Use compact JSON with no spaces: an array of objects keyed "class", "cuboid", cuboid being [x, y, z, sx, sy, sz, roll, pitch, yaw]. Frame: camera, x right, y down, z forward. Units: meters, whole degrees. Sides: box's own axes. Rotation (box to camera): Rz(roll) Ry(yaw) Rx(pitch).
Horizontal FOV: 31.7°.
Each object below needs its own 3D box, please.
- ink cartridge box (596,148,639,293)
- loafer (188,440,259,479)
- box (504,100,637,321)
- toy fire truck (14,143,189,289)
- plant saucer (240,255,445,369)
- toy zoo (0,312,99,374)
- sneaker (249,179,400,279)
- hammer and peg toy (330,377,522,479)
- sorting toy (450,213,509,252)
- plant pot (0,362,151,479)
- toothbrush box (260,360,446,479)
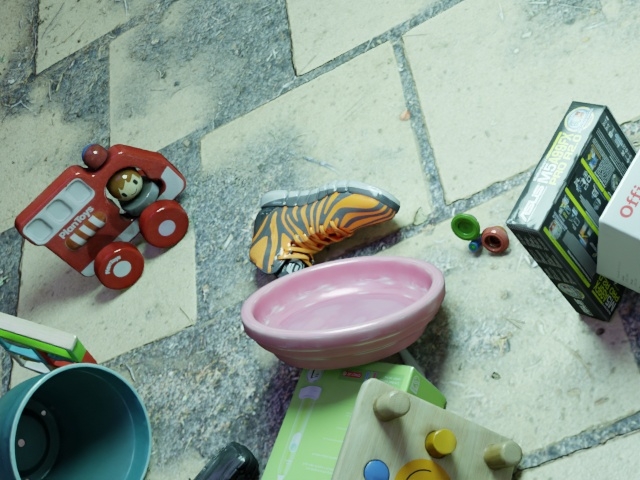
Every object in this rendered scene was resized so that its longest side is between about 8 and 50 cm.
[{"class":"ink cartridge box","cuboid":[0.535,-0.011,1.514,0.270,0.197,0.198,27,77,21]},{"class":"loafer","cuboid":[-0.196,0.429,1.874,0.223,0.076,0.078,-47,39,-9]},{"class":"box","cuboid":[0.394,-0.039,1.641,0.060,0.270,0.216,18,72,45]},{"class":"toy fire truck","cuboid":[-0.427,-0.066,2.265,0.302,0.254,0.169,-44,45,1]},{"class":"plant saucer","cuboid":[0.041,0.118,1.821,0.332,0.084,0.332,-10,18,3]},{"class":"toy zoo","cuboid":[-0.505,0.217,2.110,0.192,0.293,0.030,15,66,14]},{"class":"sneaker","cuboid":[0.000,0.000,2.022,0.321,0.125,0.180,-8,59,45]},{"class":"hammer and peg toy","cuboid":[0.114,0.395,1.538,0.127,0.266,0.361,-39,27,63]},{"class":"sorting toy","cuboid":[0.267,-0.015,1.869,0.102,0.061,0.042,29,43,10]},{"class":"plant pot","cuboid":[-0.485,0.359,2.010,0.255,0.272,0.271,-10,53,47]},{"class":"toothbrush box","cuboid":[0.043,0.332,1.734,0.206,0.122,0.283,2,60,38]}]
